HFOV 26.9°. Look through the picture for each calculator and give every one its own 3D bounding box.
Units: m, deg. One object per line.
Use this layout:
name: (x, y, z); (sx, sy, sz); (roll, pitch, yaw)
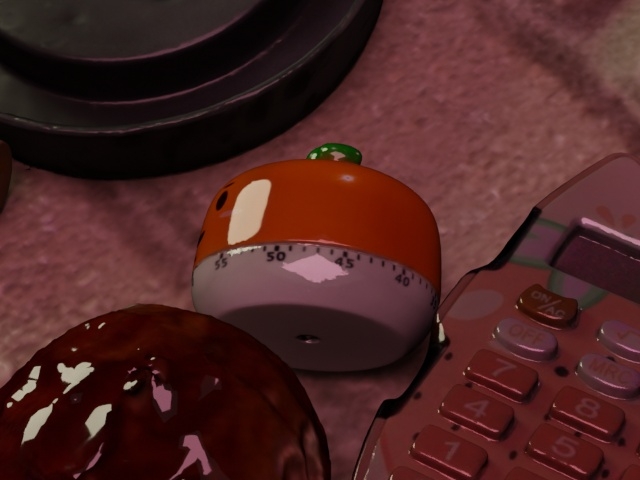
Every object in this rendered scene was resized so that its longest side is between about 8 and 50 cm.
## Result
calculator: (0.150, 0.082, 0.622); (0.220, 0.048, 0.330); (26, 44, 19)

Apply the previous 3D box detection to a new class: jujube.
jujube: (-0.095, 0.170, 0.567); (0.197, 0.197, 0.290); (12, 70, 14)

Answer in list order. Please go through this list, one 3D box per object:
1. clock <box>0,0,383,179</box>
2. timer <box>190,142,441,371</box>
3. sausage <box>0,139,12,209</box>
clock: (-0.115, -0.185, 0.849); (0.325, 0.067, 0.325); (-3, 60, 5)
timer: (0.000, 0.000, 0.707); (0.136, 0.099, 0.136); (2, 65, -5)
sausage: (-0.328, -0.066, 0.809); (0.301, 0.066, 0.066); (14, 62, 12)
